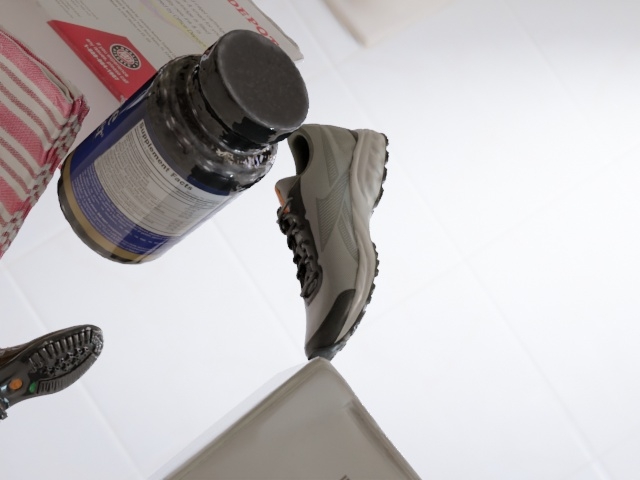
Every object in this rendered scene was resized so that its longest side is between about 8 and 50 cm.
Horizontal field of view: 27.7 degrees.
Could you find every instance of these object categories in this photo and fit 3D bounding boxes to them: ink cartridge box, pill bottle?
[{"bbox_3d":[-0.199,-0.202,1.385,0.306,0.226,0.131,-21,153,-54],"label":"ink cartridge box"},{"bbox_3d":[-0.113,-0.077,1.075,0.219,0.122,0.123,-35,177,38],"label":"pill bottle"}]

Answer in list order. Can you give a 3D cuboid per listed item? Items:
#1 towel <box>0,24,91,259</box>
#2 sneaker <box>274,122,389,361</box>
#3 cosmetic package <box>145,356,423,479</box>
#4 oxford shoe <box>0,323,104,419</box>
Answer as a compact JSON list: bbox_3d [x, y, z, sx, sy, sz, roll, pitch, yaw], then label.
[{"bbox_3d":[-0.300,-0.084,1.142,0.197,0.144,0.029,-56,161,16],"label":"towel"},{"bbox_3d":[0.000,0.000,1.283,0.100,0.108,0.271,125,-26,-54],"label":"sneaker"},{"bbox_3d":[-0.037,0.325,1.082,0.327,0.329,0.393,-40,179,-10],"label":"cosmetic package"},{"bbox_3d":[-0.381,0.155,1.632,0.227,0.082,0.096,-25,-145,-29],"label":"oxford shoe"}]
